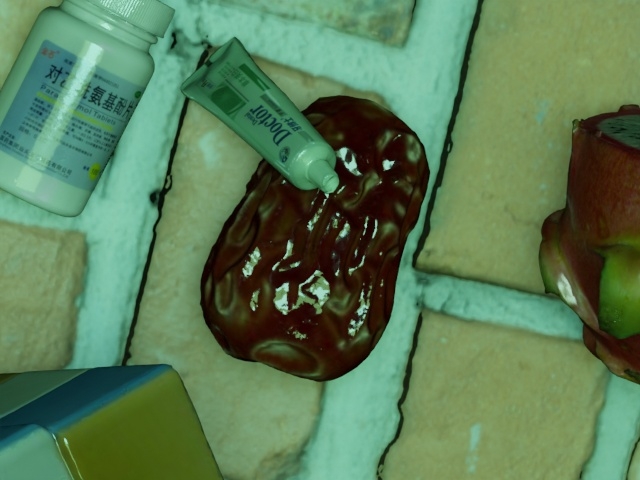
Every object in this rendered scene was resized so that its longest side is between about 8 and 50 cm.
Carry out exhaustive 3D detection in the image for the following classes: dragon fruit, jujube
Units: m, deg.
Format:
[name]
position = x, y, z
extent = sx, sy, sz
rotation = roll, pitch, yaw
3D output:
[dragon fruit]
position = 0.321, 0.027, 1.559
extent = 0.306, 0.305, 0.225
rotation = 9, 104, -8
[jujube]
position = 0.000, 0.000, 1.580
extent = 0.155, 0.155, 0.230
rotation = 26, 83, -10

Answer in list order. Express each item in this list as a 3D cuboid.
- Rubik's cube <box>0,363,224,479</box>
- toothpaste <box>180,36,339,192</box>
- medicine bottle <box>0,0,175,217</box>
[Rubik's cube]
position = -0.254, 0.312, 1.435
extent = 0.344, 0.347, 0.346
rotation = -28, 100, -36
[toothpaste]
position = -0.044, -0.095, 1.538
extent = 0.064, 0.218, 0.041
rotation = -44, 133, 0
[medicine bottle]
position = -0.195, -0.120, 1.559
extent = 0.103, 0.103, 0.186
rotation = 27, 94, -10
